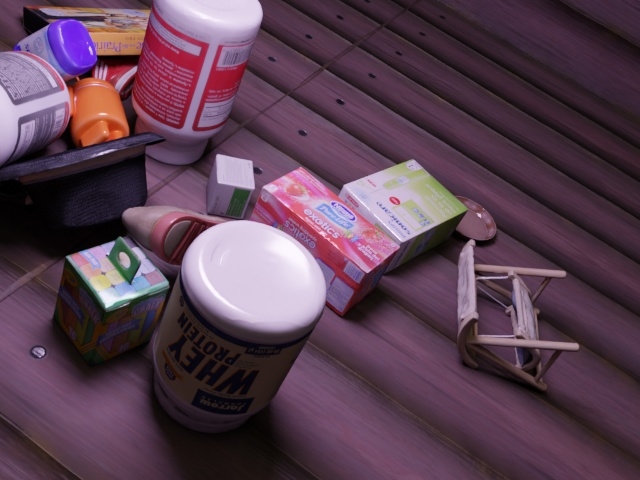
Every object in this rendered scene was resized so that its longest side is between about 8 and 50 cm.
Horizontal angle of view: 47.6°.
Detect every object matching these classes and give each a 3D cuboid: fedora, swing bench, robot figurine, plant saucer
[{"bbox_3d":[-0.447,-0.109,1.424,0.334,0.334,0.152,-25,107,-44],"label":"fedora"},{"bbox_3d":[0.419,0.167,1.648,0.255,0.165,0.253,17,41,-3],"label":"swing bench"},{"bbox_3d":[-0.506,-0.280,1.635,0.158,0.128,0.219,-4,49,-25],"label":"robot figurine"},{"bbox_3d":[0.394,-0.054,1.965,0.168,0.029,0.168,15,42,-14],"label":"plant saucer"}]

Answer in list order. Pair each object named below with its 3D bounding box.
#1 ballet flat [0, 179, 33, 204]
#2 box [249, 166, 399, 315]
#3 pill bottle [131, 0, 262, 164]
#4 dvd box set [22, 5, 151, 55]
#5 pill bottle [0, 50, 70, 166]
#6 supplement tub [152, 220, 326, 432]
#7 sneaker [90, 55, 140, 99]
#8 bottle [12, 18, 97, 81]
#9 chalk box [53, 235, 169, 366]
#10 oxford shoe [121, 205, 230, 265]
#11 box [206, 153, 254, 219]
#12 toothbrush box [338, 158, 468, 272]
[{"bbox_3d":[-0.642,-0.115,1.447,0.173,0.049,0.057,20,41,-8],"label":"ballet flat"},{"bbox_3d":[0.000,0.000,1.599,0.300,0.154,0.142,39,41,16],"label":"box"},{"bbox_3d":[-0.295,-0.377,1.637,0.229,0.407,0.229,16,41,-14],"label":"pill bottle"},{"bbox_3d":[-0.511,-0.546,1.889,0.420,0.062,0.308,-11,32,-36],"label":"dvd box set"},{"bbox_3d":[-0.644,-0.240,1.378,0.210,0.210,0.363,25,20,-3],"label":"pill bottle"},{"bbox_3d":[-0.148,0.153,1.218,0.235,0.324,0.235,15,41,-14],"label":"supplement tub"},{"bbox_3d":[-0.506,-0.457,1.857,0.128,0.087,0.221,28,39,-1],"label":"sneaker"},{"bbox_3d":[-0.614,-0.390,1.594,0.092,0.283,0.118,-38,112,-50],"label":"bottle"},{"bbox_3d":[-0.360,0.090,1.257,0.132,0.213,0.132,-22,60,-42],"label":"chalk box"},{"bbox_3d":[-0.244,-0.007,1.410,0.130,0.123,0.348,25,-4,25],"label":"oxford shoe"},{"bbox_3d":[-0.206,-0.122,1.652,0.087,0.101,0.102,10,43,-19],"label":"box"},{"bbox_3d":[0.194,-0.066,1.798,0.283,0.122,0.206,-24,61,-41],"label":"toothbrush box"}]
